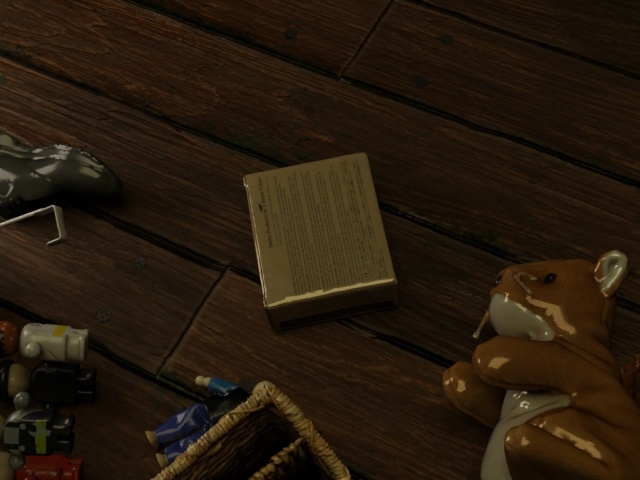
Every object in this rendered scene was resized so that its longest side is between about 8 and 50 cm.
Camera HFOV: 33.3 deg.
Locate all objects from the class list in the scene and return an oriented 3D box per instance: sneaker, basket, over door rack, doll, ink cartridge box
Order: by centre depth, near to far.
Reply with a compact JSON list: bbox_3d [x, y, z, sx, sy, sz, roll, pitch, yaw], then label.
[{"bbox_3d":[-0.091,0.368,1.302,0.299,0.223,0.213,-38,63,-17],"label":"basket"},{"bbox_3d":[-0.146,0.244,1.482,0.189,0.046,0.129,-25,61,-9],"label":"doll"},{"bbox_3d":[-0.562,-0.045,1.541,0.324,0.239,0.108,-6,81,19],"label":"over door rack"},{"bbox_3d":[0.000,0.000,1.589,0.193,0.088,0.234,-11,60,0],"label":"ink cartridge box"},{"bbox_3d":[-0.446,-0.088,1.687,0.286,0.109,0.130,10,70,19],"label":"sneaker"}]

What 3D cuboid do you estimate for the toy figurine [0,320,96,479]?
[{"bbox_3d":[-0.387,0.220,1.423,0.148,0.209,0.213,5,58,-4],"label":"toy figurine"}]

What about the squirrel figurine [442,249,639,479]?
[{"bbox_3d":[0.356,0.205,1.373,0.397,0.281,0.370,16,51,-2],"label":"squirrel figurine"}]
